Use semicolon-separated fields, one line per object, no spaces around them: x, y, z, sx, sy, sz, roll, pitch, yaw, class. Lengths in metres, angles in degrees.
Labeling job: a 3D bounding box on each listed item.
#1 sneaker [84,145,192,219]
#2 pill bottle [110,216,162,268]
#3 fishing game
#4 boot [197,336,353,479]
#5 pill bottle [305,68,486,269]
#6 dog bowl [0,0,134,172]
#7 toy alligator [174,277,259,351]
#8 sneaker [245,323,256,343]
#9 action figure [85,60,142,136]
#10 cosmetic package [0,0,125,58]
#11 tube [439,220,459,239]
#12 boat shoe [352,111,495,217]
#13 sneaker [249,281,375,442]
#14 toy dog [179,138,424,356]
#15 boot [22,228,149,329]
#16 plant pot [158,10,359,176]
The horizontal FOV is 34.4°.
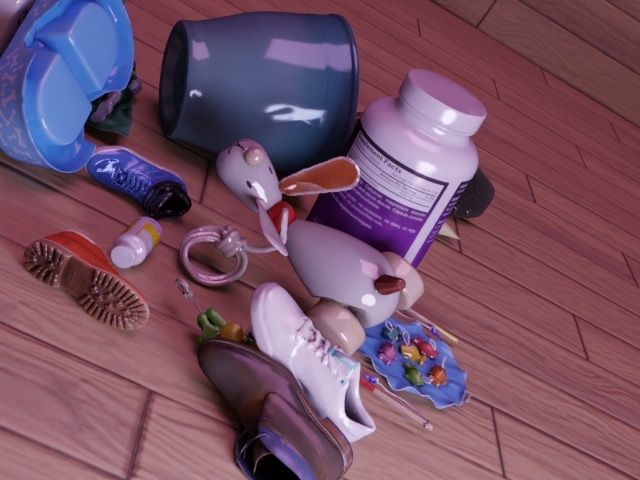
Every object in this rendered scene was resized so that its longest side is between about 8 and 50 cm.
-0.242;-0.075;1.396;0.152;0.058;0.084;22;20;-37;sneaker
-0.232;0.004;1.296;0.043;0.043;0.083;34;27;-2;pill bottle
0.135;0.163;1.466;0.189;0.041;0.264;34;27;4;fishing game
-0.064;0.197;1.134;0.219;0.082;0.106;40;24;5;boot
0.106;-0.079;1.497;0.182;0.323;0.181;23;27;-12;pill bottle
-0.341;-0.219;1.360;0.166;0.074;0.297;66;30;-46;dog bowl
-0.120;0.122;1.230;0.190;0.056;0.051;41;68;11;toy alligator
-0.040;0.151;1.275;0.144;0.059;0.053;59;18;4;sneaker
-0.321;-0.233;1.569;0.137;0.063;0.232;28;24;-7;action figure
-0.464;-0.404;1.563;0.230;0.161;0.453;35;27;-1;cosmetic package
0.147;-0.060;1.826;0.240;0.062;0.070;18;71;-39;tube
0.183;-0.158;1.957;0.324;0.122;0.120;28;24;-15;boat shoe
-0.001;0.136;1.189;0.080;0.094;0.212;-41;109;-47;sneaker
0.000;0.000;1.348;0.334;0.161;0.220;30;64;-10;toy dog
-0.256;0.040;1.199;0.158;0.059;0.084;35;22;2;boot
-0.110;-0.234;1.614;0.255;0.271;0.271;4;38;-23;plant pot
